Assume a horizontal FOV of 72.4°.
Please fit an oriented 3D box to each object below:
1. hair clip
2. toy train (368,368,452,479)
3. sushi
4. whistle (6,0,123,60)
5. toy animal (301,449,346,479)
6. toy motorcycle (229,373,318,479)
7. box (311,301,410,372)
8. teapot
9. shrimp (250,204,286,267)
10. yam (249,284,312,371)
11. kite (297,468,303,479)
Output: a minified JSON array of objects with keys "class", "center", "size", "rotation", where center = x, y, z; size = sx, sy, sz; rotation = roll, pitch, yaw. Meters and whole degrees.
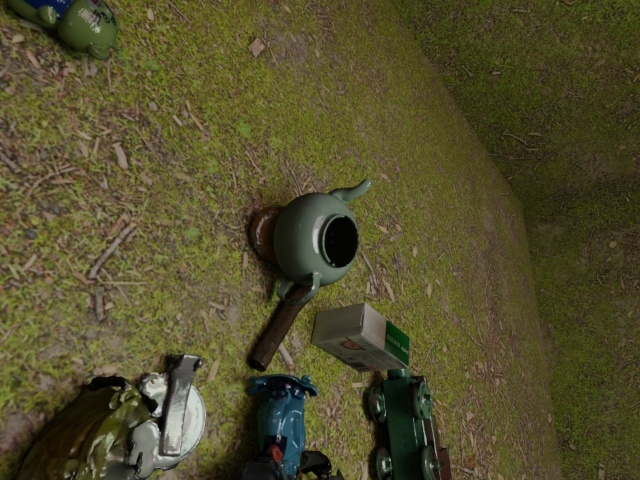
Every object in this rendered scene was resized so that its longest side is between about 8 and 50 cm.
[{"class":"hair clip","center":[-0.213,0.252,0.634],"size":[0.116,0.049,0.172],"rotation":[24,59,-40]},{"class":"toy train","center":[0.223,0.458,1.053],"size":[0.221,0.150,0.304],"rotation":[30,51,-56]},{"class":"sushi","center":[-0.270,0.291,0.468],"size":[0.131,0.139,0.291],"rotation":[57,36,-32]},{"class":"whistle","center":[-0.390,-0.355,0.629],"size":[0.227,0.085,0.105],"rotation":[35,41,-40]},{"class":"toy animal","center":[0.019,0.471,0.829],"size":[0.202,0.070,0.105],"rotation":[53,32,-38]},{"class":"toy motorcycle","center":[-0.071,0.323,0.709],"size":[0.272,0.124,0.182],"rotation":[-72,156,-63]},{"class":"box","center":[0.094,0.223,0.977],"size":[0.199,0.135,0.081],"rotation":[39,46,-38]},{"class":"teapot","center":[0.000,0.000,0.884],"size":[0.193,0.129,0.294],"rotation":[43,63,-38]},{"class":"shrimp","center":[-0.077,-0.010,0.935],"size":[0.187,0.052,0.132],"rotation":[-8,99,-48]},{"class":"yam","center":[-0.051,0.135,0.901],"size":[0.327,0.045,0.045],"rotation":[-55,146,-48]},{"class":"kite","center":[-0.079,0.562,0.698],"size":[0.204,0.022,0.360],"rotation":[56,39,-19]}]
